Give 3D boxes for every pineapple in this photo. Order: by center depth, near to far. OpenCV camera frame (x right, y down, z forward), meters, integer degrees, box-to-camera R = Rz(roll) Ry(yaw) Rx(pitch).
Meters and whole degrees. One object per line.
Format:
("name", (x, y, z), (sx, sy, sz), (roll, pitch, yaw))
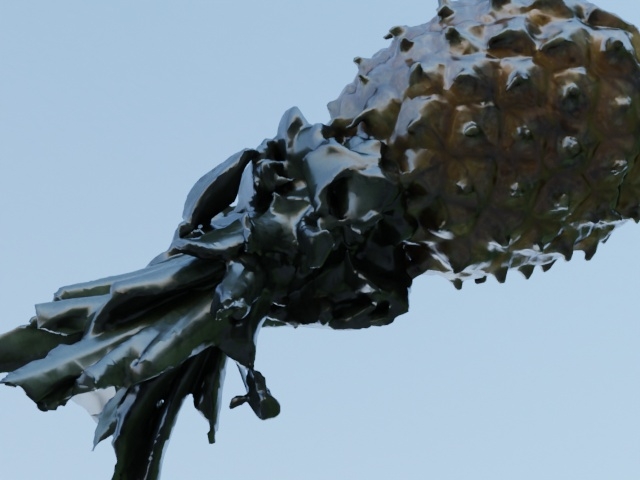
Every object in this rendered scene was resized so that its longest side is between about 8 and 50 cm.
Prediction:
("pineapple", (-0.001, -0.002, 0.779), (0.364, 0.165, 0.165), (-30, -66, -16))
